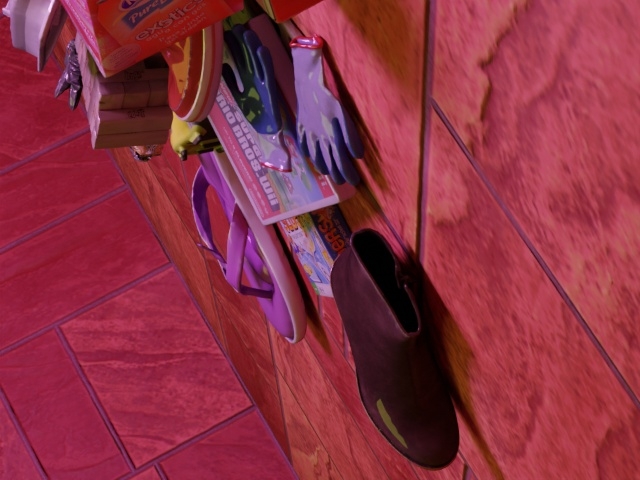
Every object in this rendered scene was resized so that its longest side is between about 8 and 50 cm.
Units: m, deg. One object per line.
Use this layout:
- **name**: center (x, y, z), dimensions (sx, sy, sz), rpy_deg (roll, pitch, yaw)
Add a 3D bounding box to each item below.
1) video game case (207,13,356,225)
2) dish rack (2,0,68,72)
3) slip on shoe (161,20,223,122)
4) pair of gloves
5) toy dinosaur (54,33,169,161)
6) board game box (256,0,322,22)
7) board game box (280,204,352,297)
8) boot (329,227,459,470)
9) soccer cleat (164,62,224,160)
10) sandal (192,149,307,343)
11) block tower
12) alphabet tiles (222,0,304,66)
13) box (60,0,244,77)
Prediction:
- **video game case**: center (-0.060, -0.121, 1.847), dimensions (0.204, 0.025, 0.285), rpy_deg (63, 162, -4)
- **dish rack**: center (-0.270, -0.334, 1.835), dimensions (0.072, 0.285, 0.333), rpy_deg (22, 174, -7)
- **slip on shoe**: center (-0.157, -0.269, 1.695), dimensions (0.123, 0.101, 0.331), rpy_deg (-122, 22, -57)
- **pair of gloves**: center (-0.030, -0.133, 1.685), dimensions (0.198, 0.023, 0.159), rpy_deg (17, 128, 51)
- **toy dinosaur**: center (-0.256, -0.266, 2.364), dimensions (0.218, 0.164, 0.322), rpy_deg (146, 136, -70)
- **board game box**: center (-0.098, -0.369, 1.430), dimensions (0.242, 0.064, 0.316), rpy_deg (52, 166, 44)
- **board game box**: center (0.000, 0.000, 2.006), dimensions (0.136, 0.035, 0.201), rpy_deg (63, 170, -5)
- **boot**: center (0.078, 0.116, 1.761), dimensions (0.207, 0.090, 0.248), rpy_deg (105, 139, -79)
- **soccer cleat**: center (-0.152, -0.190, 2.141), dimensions (0.289, 0.093, 0.121), rpy_deg (98, 152, -71)
- **sandal**: center (-0.134, -0.030, 2.397), dimensions (0.169, 0.102, 0.416), rpy_deg (42, 155, 64)
- **block tower**: center (-0.246, -0.274, 2.051), dimensions (0.091, 0.097, 0.335), rpy_deg (116, 144, -57)
- **alphabet tiles**: center (-0.071, -0.234, 1.816), dimensions (0.342, 0.011, 0.285), rpy_deg (54, 167, 39)
- **box**: center (-0.198, -0.315, 1.476), dimensions (0.300, 0.142, 0.154), rpy_deg (58, 170, 19)
